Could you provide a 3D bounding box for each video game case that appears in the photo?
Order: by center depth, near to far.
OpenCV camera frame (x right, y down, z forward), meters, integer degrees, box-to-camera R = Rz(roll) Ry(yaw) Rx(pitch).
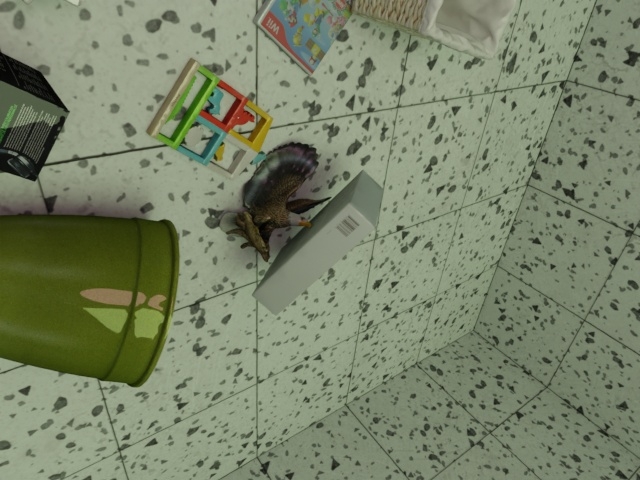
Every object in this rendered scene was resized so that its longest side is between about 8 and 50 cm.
[{"bbox_3d":[-0.007,-0.568,1.055,0.204,0.025,0.285,28,100,-49],"label":"video game case"}]

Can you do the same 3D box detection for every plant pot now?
[{"bbox_3d":[-0.520,0.096,0.894,0.353,0.366,0.366,15,110,-33],"label":"plant pot"}]

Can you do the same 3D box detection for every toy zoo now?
[{"bbox_3d":[-0.237,-0.266,1.074,0.293,0.030,0.192,26,101,-49],"label":"toy zoo"}]

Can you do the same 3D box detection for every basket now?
[{"bbox_3d":[0.298,-0.647,1.061,0.329,0.266,0.331,-10,126,-45],"label":"basket"}]

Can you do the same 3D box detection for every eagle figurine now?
[{"bbox_3d":[-0.110,-0.093,1.236,0.226,0.225,0.298,-39,-161,55],"label":"eagle figurine"}]

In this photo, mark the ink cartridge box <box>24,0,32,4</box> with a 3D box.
[{"bbox_3d":[-0.423,-0.459,0.708,0.180,0.104,0.060,-45,136,-7],"label":"ink cartridge box"}]

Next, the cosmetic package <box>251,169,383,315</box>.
[{"bbox_3d":[0.000,0.000,1.222,0.097,0.284,0.377,42,117,-11],"label":"cosmetic package"}]

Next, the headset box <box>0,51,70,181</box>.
[{"bbox_3d":[-0.559,-0.232,0.649,0.283,0.246,0.131,22,103,-49],"label":"headset box"}]

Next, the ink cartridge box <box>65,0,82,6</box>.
[{"bbox_3d":[-0.401,-0.415,0.636,0.135,0.056,0.099,17,106,-43],"label":"ink cartridge box"}]
